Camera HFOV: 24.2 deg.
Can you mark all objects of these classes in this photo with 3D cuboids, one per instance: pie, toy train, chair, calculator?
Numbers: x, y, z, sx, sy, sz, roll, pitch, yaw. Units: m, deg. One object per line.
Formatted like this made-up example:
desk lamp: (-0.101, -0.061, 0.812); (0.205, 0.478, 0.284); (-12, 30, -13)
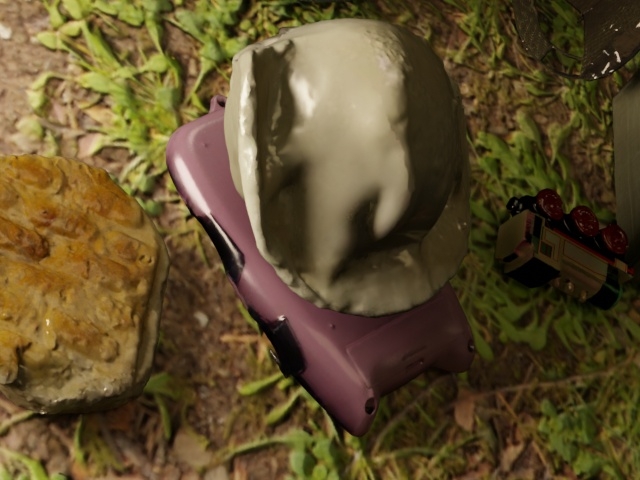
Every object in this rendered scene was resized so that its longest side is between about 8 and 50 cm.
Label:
pie: (-0.187, 0.025, 1.017); (0.195, 0.046, 0.195); (20, 51, -28)
toy train: (0.220, 0.013, 1.328); (0.138, 0.050, 0.087); (27, 53, -22)
chair: (0.268, -0.265, 1.472); (0.149, 0.174, 0.213); (38, 35, -15)
calculator: (0.001, -0.001, 1.175); (0.194, 0.043, 0.294); (-25, 77, -43)

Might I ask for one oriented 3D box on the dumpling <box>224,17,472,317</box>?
dumpling: (0.040, -0.056, 1.118); (0.243, 0.175, 0.226); (-7, 80, -19)

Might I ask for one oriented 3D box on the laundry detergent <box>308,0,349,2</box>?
laundry detergent: (0.005, -0.317, 1.345); (0.280, 0.105, 0.215); (-11, 67, -39)

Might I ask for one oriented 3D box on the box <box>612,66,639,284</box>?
box: (0.377, -0.068, 1.412); (0.149, 0.155, 0.231); (17, 51, -13)
